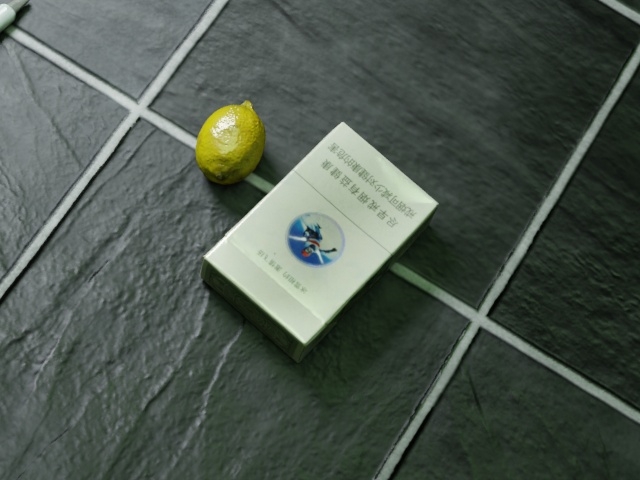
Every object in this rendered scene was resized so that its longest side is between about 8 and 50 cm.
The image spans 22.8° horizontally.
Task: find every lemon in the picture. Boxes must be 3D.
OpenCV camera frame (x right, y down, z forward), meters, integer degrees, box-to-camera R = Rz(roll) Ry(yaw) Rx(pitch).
[{"bbox_3d":[-0.109,-0.121,1.954,0.082,0.082,0.111,22,73,1],"label":"lemon"}]

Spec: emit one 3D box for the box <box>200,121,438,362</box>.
[{"bbox_3d":[0.000,0.000,1.927,0.164,0.069,0.256,41,68,9],"label":"box"}]

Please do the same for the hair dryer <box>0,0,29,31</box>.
[{"bbox_3d":[-0.416,-0.244,1.982,0.183,0.044,0.155,-32,78,-22],"label":"hair dryer"}]
